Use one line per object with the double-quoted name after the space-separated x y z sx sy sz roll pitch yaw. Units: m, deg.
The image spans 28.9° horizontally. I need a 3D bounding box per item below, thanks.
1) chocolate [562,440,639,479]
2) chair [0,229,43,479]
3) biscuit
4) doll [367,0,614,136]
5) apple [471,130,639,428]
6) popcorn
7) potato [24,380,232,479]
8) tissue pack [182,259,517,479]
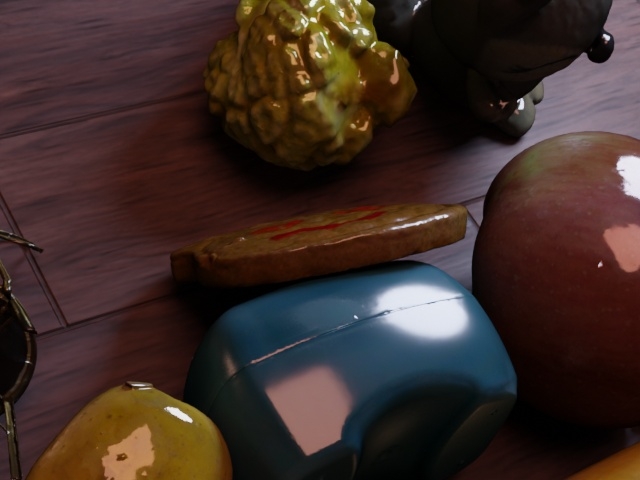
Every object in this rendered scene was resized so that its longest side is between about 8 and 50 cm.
0.187 0.316 1.098 0.445 0.162 0.162 -18 61 -28 "chocolate"
-0.325 0.087 1.106 0.160 0.170 0.326 4 10 -17 "chair"
0.000 -0.002 1.230 0.273 0.257 0.049 -11 95 -26 "biscuit"
0.154 -0.289 1.433 0.379 0.382 0.252 13 65 -1 "doll"
0.273 0.036 1.265 0.235 0.305 0.305 5 47 16 "apple"
0.001 -0.189 1.400 0.251 0.206 0.237 4 32 -39 "popcorn"
-0.178 0.264 0.990 0.173 0.140 0.300 37 67 -29 "potato"
0.017 0.131 1.145 0.287 0.198 0.206 -17 58 -30 "tissue pack"
